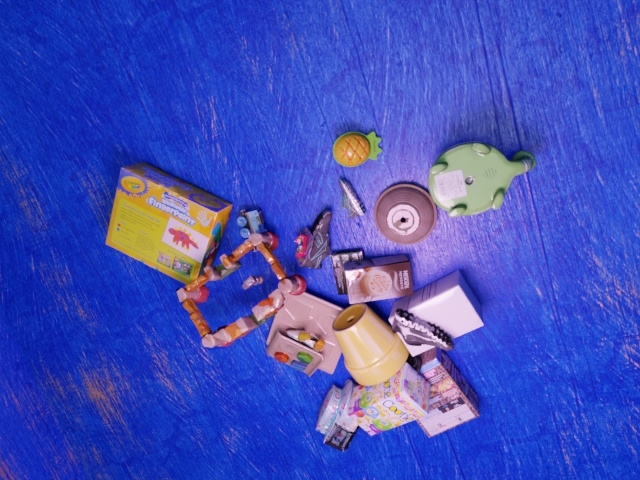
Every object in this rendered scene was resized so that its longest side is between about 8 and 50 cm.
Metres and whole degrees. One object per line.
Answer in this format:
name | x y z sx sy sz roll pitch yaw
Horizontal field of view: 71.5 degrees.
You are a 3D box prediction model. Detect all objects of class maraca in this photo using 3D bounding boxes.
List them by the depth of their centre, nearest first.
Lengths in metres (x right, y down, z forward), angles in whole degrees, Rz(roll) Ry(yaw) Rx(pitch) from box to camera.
maraca | 0.135 -0.336 1.625 0.186 0.099 0.127 -11 113 -7

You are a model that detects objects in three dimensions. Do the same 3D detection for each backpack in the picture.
backpack | 0.101 0.723 1.890 0.191 0.225 0.253 32 109 -1

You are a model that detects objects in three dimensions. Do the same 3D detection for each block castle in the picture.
block castle | -0.304 0.196 1.755 0.453 0.213 0.303 -36 79 8

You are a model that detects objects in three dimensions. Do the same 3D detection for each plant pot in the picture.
plant pot | 0.309 -0.088 1.641 0.237 0.110 0.237 5 108 16
plant pot | 0.173 0.382 1.709 0.254 0.254 0.239 -29 108 22

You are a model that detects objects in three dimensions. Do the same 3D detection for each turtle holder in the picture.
turtle holder | 0.515 -0.231 1.474 0.243 0.227 0.320 46 112 0

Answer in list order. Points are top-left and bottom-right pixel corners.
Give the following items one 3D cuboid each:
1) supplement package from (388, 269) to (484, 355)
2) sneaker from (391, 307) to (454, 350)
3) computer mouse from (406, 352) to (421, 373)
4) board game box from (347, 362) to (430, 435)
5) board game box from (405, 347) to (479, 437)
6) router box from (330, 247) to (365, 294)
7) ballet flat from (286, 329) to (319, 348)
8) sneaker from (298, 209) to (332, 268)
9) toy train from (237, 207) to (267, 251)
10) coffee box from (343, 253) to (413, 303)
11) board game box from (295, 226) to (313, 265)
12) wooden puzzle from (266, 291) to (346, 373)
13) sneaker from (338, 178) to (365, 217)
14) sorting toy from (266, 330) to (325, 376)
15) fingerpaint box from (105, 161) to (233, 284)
supplement package | 0.436 0.272 1.678 0.293 0.175 0.177 -31 95 23
sneaker | 0.357 0.340 1.588 0.234 0.078 0.106 28 115 11
computer mouse | 0.264 0.489 1.781 0.272 0.188 0.072 -32 116 20
board game box | 0.258 0.602 1.680 0.142 0.144 0.275 44 123 -13
board game box | 0.455 0.599 1.791 0.232 0.141 0.291 -35 94 22
router box | 0.121 0.128 1.794 0.133 0.046 0.178 -7 105 17
ballet flat | -0.061 0.405 1.858 0.168 0.057 0.052 28 89 2
sneaker | 0.000 0.000 1.778 0.106 0.101 0.267 21 116 -9
toy train | -0.274 -0.045 1.840 0.105 0.080 0.184 -13 102 13
coffee box | 0.221 0.147 1.710 0.247 0.098 0.141 -9 106 1
board game box | -0.080 0.020 1.756 0.033 0.168 0.133 17 107 -20
wooden puzzle | -0.041 0.374 1.906 0.322 0.080 0.347 22 116 9
sneaker | 0.103 -0.156 1.706 0.076 0.065 0.166 -27 96 26
sorting toy | -0.101 0.466 1.858 0.229 0.041 0.307 29 139 0
fingerpaint box | -0.644 -0.070 1.891 0.445 0.163 0.371 25 112 6
